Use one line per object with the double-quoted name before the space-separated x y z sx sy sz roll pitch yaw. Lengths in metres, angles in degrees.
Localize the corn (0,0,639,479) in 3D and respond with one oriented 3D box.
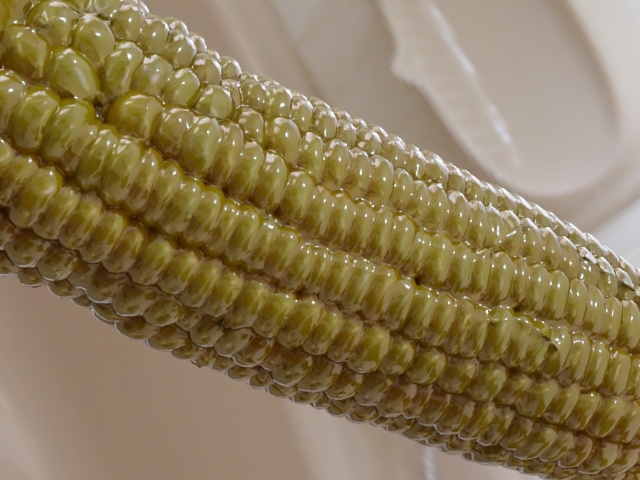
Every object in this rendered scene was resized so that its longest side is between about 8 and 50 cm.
"corn" -0.001 0.003 0.574 0.313 0.102 0.102 24 29 -15
